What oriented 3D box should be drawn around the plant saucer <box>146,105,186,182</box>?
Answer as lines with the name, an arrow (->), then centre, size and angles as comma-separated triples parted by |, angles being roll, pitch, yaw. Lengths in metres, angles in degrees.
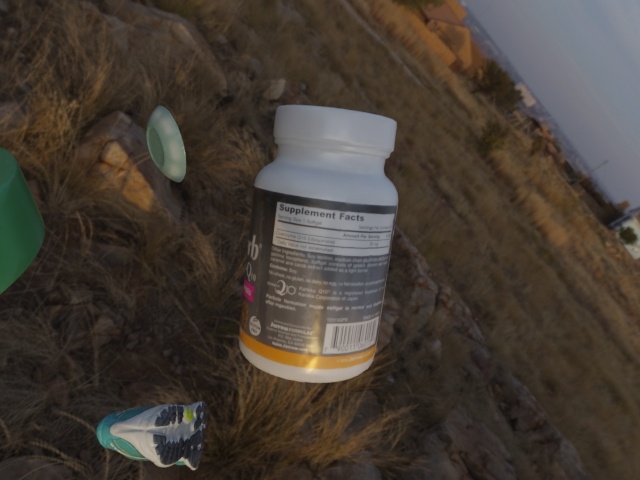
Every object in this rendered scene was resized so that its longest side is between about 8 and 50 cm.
plant saucer -> -0.398, -0.238, 1.182 | 0.037, 0.195, 0.195 | -21, 73, -35

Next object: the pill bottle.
pill bottle -> 0.000, 0.000, 0.530 | 0.162, 0.162, 0.279 | -8, 108, -59

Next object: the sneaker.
sneaker -> -0.253, 0.307, 0.757 | 0.275, 0.110, 0.107 | 77, 14, -62

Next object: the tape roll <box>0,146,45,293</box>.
tape roll -> -0.426, 0.007, 0.408 | 0.321, 0.321, 0.077 | -77, 165, -56
